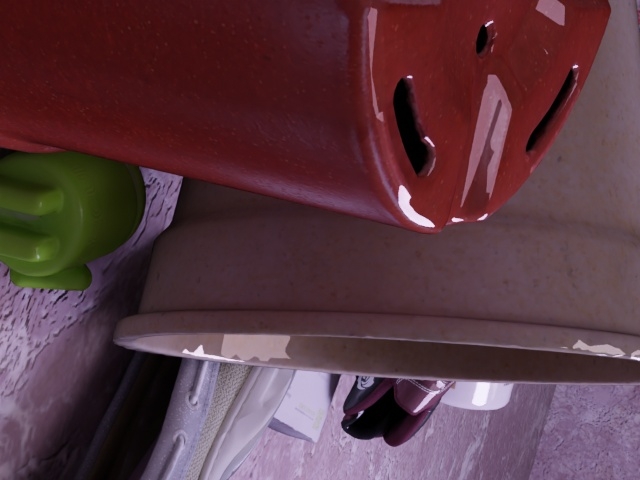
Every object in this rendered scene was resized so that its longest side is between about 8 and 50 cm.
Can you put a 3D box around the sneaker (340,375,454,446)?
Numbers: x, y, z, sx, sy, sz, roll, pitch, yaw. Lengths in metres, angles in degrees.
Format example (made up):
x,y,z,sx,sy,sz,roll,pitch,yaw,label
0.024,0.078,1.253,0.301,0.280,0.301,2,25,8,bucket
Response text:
x,y,z,sx,sy,sz,roll,pitch,yaw,label
0.059,0.106,1.283,0.163,0.106,0.281,-58,-170,-5,sneaker

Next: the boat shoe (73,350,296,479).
x,y,z,sx,sy,sz,roll,pitch,yaw,label
-0.124,0.153,0.872,0.103,0.118,0.320,48,52,-20,boat shoe

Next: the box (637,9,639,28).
x,y,z,sx,sy,sz,roll,pitch,yaw,label
0.367,-0.191,1.680,0.142,0.299,0.154,58,49,-64,box

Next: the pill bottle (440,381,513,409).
x,y,z,sx,sy,sz,roll,pitch,yaw,label
0.193,0.081,1.672,0.131,0.131,0.229,-18,122,-68,pill bottle

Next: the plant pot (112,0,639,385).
x,y,z,sx,sy,sz,roll,pitch,yaw,label
0.059,-0.079,0.793,0.334,0.333,0.306,31,61,-71,plant pot

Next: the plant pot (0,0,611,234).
x,y,z,sx,sy,sz,roll,pitch,yaw,label
-0.037,-0.134,0.531,0.272,0.265,0.273,-36,135,-45,plant pot

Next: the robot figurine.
x,y,z,sx,sy,sz,roll,pitch,yaw,label
-0.137,-0.020,0.727,0.115,0.067,0.101,-29,128,-65,robot figurine

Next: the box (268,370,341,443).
x,y,z,sx,sy,sz,roll,pitch,yaw,label
0.000,0.000,1.166,0.232,0.058,0.322,51,59,-68,box
